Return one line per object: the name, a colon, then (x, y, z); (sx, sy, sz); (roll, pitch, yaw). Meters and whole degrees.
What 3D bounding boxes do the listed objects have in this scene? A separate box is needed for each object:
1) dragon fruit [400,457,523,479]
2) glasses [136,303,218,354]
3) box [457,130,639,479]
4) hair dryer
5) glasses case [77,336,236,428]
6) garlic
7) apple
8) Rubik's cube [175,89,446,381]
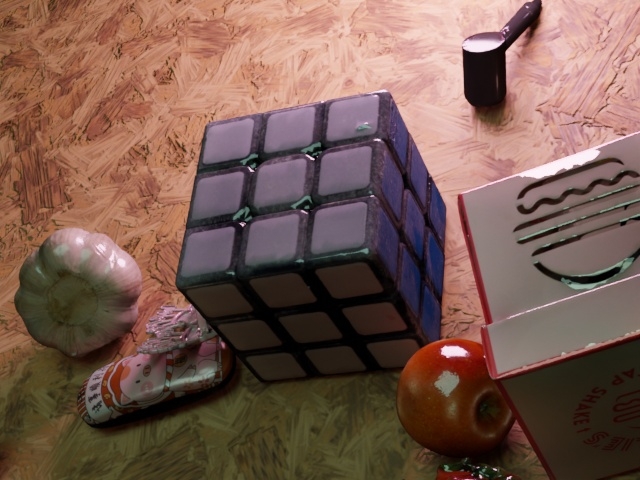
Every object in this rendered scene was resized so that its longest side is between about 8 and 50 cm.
dragon fruit: (0.138, 0.366, 1.526); (0.269, 0.198, 0.200); (5, 79, 38)
glasses: (-0.217, 0.109, 1.891); (0.162, 0.095, 0.255); (-27, 12, 1)
box: (0.374, 0.085, 1.526); (0.314, 0.312, 0.300); (-19, 49, 14)
hair dryer: (0.311, -0.329, 2.036); (0.070, 0.114, 0.248); (16, 44, 27)
glasses case: (-0.257, 0.219, 1.899); (0.266, 0.067, 0.103); (-19, 40, 11)
garlic: (-0.390, 0.076, 2.029); (0.218, 0.219, 0.212); (-21, 12, 11)
apple: (0.186, 0.212, 1.627); (0.163, 0.163, 0.139); (-49, 39, -14)
Rubik's cube: (0.000, 0.000, 1.781); (0.303, 0.301, 0.305); (-10, 51, 20)
